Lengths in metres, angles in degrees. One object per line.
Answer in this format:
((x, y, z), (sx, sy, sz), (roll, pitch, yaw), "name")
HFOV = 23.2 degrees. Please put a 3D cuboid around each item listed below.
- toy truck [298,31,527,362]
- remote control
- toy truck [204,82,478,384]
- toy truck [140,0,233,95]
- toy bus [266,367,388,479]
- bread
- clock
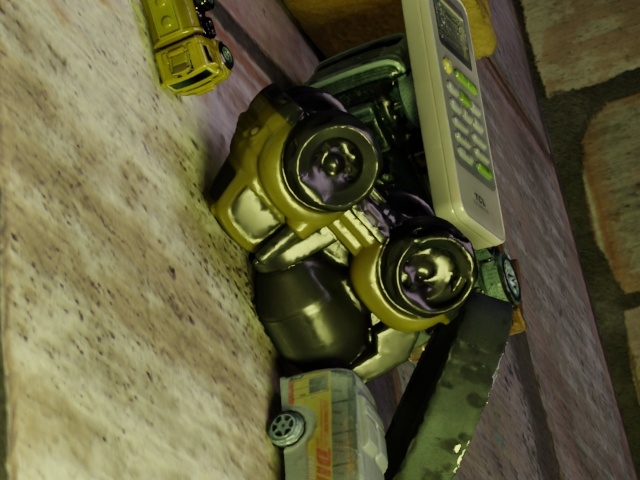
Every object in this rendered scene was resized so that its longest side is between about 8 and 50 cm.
((0.091, -0.050, 1.506), (0.305, 0.136, 0.162), (63, 21, -22), "toy truck")
((0.117, -0.118, 1.392), (0.103, 0.034, 0.250), (32, 45, -55), "remote control")
((0.000, 0.000, 1.178), (0.224, 0.165, 0.147), (48, 1, -21), "toy truck")
((-0.102, -0.151, 1.170), (0.054, 0.049, 0.083), (12, 60, -69), "toy truck")
((0.009, 0.178, 1.111), (0.064, 0.075, 0.190), (53, 25, -44), "toy bus")
((0.054, -0.274, 1.569), (0.274, 0.185, 0.114), (49, 31, -50), "bread")
((0.089, 0.139, 1.232), (0.042, 0.215, 0.215), (24, 24, 0), "clock")
